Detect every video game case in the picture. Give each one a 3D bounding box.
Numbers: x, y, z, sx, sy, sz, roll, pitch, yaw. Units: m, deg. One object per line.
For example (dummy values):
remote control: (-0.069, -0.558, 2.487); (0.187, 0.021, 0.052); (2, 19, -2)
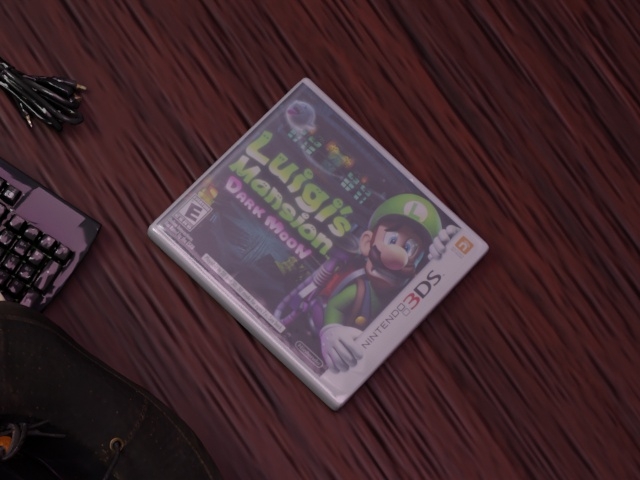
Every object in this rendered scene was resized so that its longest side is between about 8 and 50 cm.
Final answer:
video game case: (0.000, 0.000, 1.452); (0.190, 0.022, 0.173); (43, 69, 5)

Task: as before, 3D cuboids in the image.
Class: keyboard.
keyboard: (-0.295, -0.083, 1.416); (0.317, 0.033, 0.201); (33, 68, 0)

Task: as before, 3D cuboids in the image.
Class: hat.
hat: (-0.202, 0.211, 1.225); (0.331, 0.134, 0.331); (26, 54, -41)

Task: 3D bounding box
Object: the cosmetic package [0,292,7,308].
cosmetic package: (-0.358, 0.095, 1.265); (0.309, 0.160, 0.113); (-35, 84, -15)
